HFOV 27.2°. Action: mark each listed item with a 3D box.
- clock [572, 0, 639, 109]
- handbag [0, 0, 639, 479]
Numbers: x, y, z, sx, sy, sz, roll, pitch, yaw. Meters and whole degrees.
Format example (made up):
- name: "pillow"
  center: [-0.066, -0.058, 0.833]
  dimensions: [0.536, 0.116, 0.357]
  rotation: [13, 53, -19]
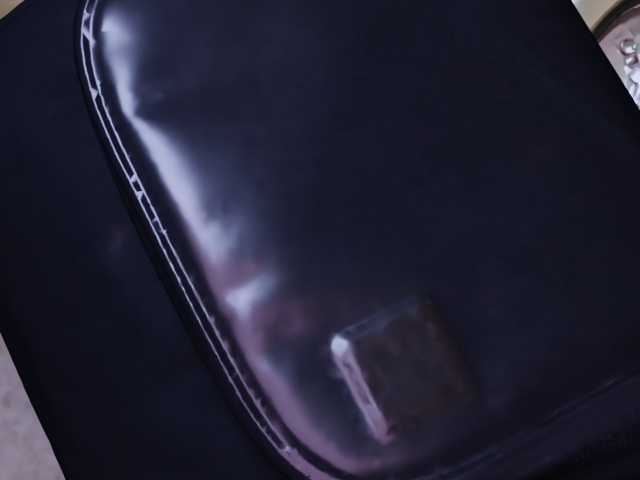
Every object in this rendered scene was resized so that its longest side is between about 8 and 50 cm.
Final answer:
- name: "clock"
  center: [0.173, -0.036, 0.566]
  dimensions: [0.170, 0.069, 0.232]
  rotation: [-17, 78, 7]
- name: "handbag"
  center: [-0.002, 0.001, 0.503]
  dimensions: [0.275, 0.178, 0.302]
  rotation: [-35, 72, 30]
